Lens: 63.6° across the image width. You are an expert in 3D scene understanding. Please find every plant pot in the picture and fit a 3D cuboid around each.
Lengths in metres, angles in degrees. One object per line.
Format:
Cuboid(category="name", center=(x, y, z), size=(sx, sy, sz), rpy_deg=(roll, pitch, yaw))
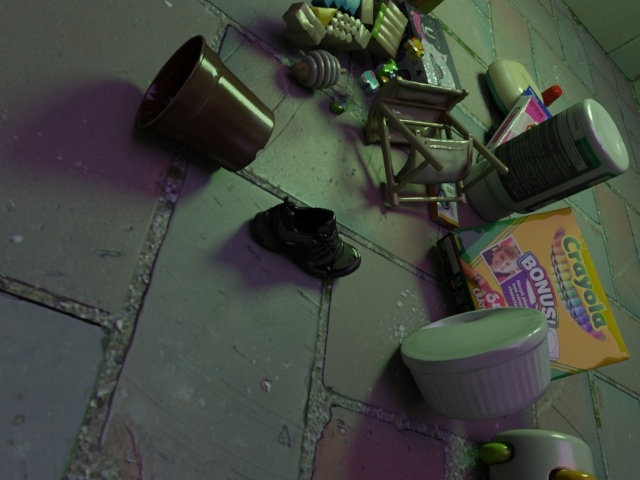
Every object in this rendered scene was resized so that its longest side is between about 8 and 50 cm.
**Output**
Cuboid(category="plant pot", center=(-0.173, -0.202, 0.818), size=(0.165, 0.167, 0.166), rpy_deg=(34, 49, -36))

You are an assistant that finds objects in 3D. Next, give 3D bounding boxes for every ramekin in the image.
Cuboid(category="ramekin", center=(0.295, 0.226, 0.960), size=(0.273, 0.273, 0.127), rpy_deg=(-21, 96, -47))

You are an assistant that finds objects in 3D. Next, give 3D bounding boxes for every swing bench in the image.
Cuboid(category="swing bench", center=(0.257, -0.225, 1.202), size=(0.254, 0.165, 0.254), rpy_deg=(-3, 64, -36))

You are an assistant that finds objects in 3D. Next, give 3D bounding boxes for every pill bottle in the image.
Cuboid(category="pill bottle", center=(0.573, -0.192, 1.350), size=(0.204, 0.361, 0.204), rpy_deg=(21, 56, -35))

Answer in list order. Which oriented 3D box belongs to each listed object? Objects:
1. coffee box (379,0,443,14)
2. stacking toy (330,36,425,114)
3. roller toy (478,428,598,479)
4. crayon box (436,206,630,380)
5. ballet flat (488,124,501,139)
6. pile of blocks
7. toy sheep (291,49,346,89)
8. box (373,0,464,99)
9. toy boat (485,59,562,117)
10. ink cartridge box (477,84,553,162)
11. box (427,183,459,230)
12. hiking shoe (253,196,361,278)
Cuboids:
Cuboid(category="coffee box", center=(0.290, -0.893, 1.465), size=(0.338, 0.335, 0.338), rpy_deg=(41, 47, -20))
Cuboid(category="stacking toy", center=(0.126, -0.373, 1.168), size=(0.052, 0.167, 0.221), rpy_deg=(54, 45, -7))
Cuboid(category="roller toy", center=(0.430, 0.463, 1.001), size=(0.191, 0.210, 0.146), rpy_deg=(47, 42, -44))
Cuboid(category="crayon box", center=(0.471, 0.130, 1.170), size=(0.314, 0.106, 0.362), rpy_deg=(-12, 76, -11))
Cuboid(category="ballet flat", center=(0.616, -0.311, 1.668), size=(0.203, 0.074, 0.074), rpy_deg=(30, 51, -23))
Cuboid(category="pile of blocks", center=(0.044, -0.507, 1.186), size=(0.363, 0.113, 0.148), rpy_deg=(-10, 109, -43))
Cuboid(category="toy sheep", center=(-0.002, -0.367, 1.107), size=(0.132, 0.091, 0.091), rpy_deg=(-14, 79, -27))
Cuboid(category="box", center=(0.246, -0.457, 1.341), size=(0.164, 0.142, 0.247), rpy_deg=(4, 66, -42))
Cuboid(category="toy boat", center=(0.707, -0.494, 1.809), size=(0.319, 0.148, 0.267), rpy_deg=(-5, 68, -36))
Cuboid(category="ink cartridge box", center=(0.640, -0.315, 1.605), size=(0.176, 0.069, 0.370), rpy_deg=(45, 65, -16))
Cuboid(category="box", center=(0.308, -0.100, 1.300), size=(0.081, 0.028, 0.136), rpy_deg=(23, 52, -33))
Cuboid(category="hiking shoe", center=(0.000, 0.000, 0.897), size=(0.227, 0.114, 0.086), rpy_deg=(24, 55, -33))
